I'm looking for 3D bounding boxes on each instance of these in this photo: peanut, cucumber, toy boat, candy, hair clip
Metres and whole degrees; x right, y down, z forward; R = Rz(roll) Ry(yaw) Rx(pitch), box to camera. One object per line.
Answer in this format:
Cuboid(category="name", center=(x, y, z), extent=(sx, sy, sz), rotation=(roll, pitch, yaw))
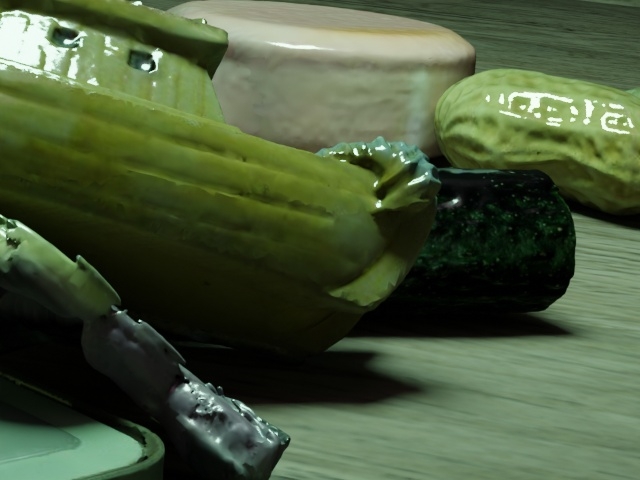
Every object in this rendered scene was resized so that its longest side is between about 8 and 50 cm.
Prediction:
Cuboid(category="peanut", center=(0.158, -0.067, 1.084), extent=(0.194, 0.083, 0.093), rotation=(15, 3, 38))
Cuboid(category="cucumber", center=(0.000, 0.001, 0.774), extent=(0.241, 0.074, 0.074), rotation=(-1, 15, -19))
Cuboid(category="toy boat", center=(-0.107, -0.048, 0.674), extent=(0.321, 0.121, 0.089), rotation=(17, -29, -12))
Cuboid(category="candy", center=(-0.013, -0.122, 1.217), extent=(0.255, 0.094, 0.255), rotation=(5, 14, -1))
Cuboid(category="hair clip", center=(-0.100, 0.025, 0.584), extent=(0.146, 0.056, 0.187), rotation=(40, -18, -22))

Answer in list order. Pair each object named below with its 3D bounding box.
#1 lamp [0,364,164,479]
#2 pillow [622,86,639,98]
Cuboid(category="lamp", center=(-0.222, 0.063, 0.486), extent=(0.269, 0.047, 0.266), rotation=(17, 19, 40))
Cuboid(category="pillow", center=(0.319, -0.056, 1.124), extent=(0.184, 0.075, 0.302), rotation=(3, 15, -20))
